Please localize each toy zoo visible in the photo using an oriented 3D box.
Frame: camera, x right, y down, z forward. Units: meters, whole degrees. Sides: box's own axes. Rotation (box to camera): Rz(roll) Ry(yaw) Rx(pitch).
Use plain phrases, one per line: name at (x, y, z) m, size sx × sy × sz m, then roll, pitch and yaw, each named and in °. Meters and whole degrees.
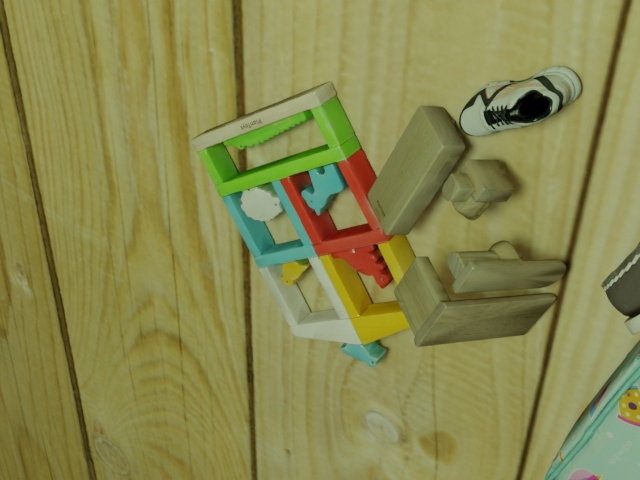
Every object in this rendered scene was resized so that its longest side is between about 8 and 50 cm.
toy zoo at (0.000, 0.000, 0.928) m, size 0.192 × 0.030 × 0.293 m, roll -13°, pitch 109°, yaw 45°

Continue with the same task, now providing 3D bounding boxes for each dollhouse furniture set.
dollhouse furniture set at (0.136, -0.013, 0.802) m, size 0.144 × 0.123 × 0.151 m, roll -61°, pitch 41°, yaw 42°

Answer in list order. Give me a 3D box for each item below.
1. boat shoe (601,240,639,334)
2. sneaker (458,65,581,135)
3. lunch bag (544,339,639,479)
boat shoe at (0.279, -0.065, 0.584) m, size 0.097 × 0.116 × 0.324 m, roll 43°, pitch 134°, yaw 14°
sneaker at (0.149, -0.106, 0.715) m, size 0.109 × 0.044 × 0.040 m, roll -19°, pitch 108°, yaw 48°
lunch bag at (0.324, 0.179, 0.719) m, size 0.224 × 0.108 × 0.279 m, roll 36°, pitch 136°, yaw 15°
